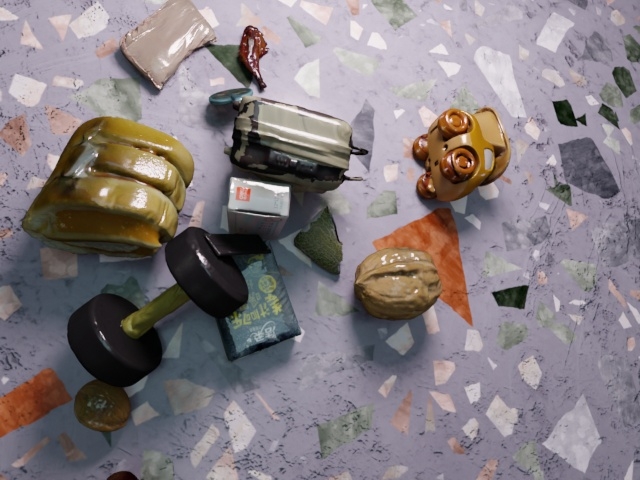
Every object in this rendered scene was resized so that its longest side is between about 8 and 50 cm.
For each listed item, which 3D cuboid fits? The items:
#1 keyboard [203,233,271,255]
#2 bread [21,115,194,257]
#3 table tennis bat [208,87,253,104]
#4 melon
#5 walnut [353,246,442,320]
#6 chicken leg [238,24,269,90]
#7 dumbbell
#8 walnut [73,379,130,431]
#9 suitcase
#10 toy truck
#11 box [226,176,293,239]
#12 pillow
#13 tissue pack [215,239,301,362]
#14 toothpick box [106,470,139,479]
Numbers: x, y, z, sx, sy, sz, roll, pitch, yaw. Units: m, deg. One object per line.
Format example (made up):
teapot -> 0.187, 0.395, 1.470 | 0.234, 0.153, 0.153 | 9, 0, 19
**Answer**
keyboard -> -0.183, 0.009, 0.917 | 0.010, 0.198, 0.063 | -45, 72, 19
bread -> -0.458, -0.141, 0.907 | 0.301, 0.210, 0.341 | 8, 59, 7
table tennis bat -> -0.233, -0.382, 1.080 | 0.124, 0.201, 0.033 | -19, 122, -13
melon -> -0.004, 0.002, 1.088 | 0.140, 0.093, 0.202 | -7, 108, 11
walnut -> 0.201, 0.112, 1.045 | 0.245, 0.198, 0.198 | -1, 76, -18
chicken leg -> -0.197, -0.547, 1.191 | 0.093, 0.053, 0.205 | 10, 77, -26
dumbbell -> -0.335, 0.138, 0.853 | 0.322, 0.204, 0.203 | -37, 87, 1
walnut -> -0.467, 0.357, 0.865 | 0.124, 0.105, 0.105 | 42, 71, -1
suitcase -> -0.052, -0.208, 0.982 | 0.339, 0.351, 0.194 | 12, 98, -11
toy truck -> 0.406, -0.256, 1.179 | 0.212, 0.204, 0.288 | 0, 75, -16
box -> -0.150, -0.067, 0.961 | 0.135, 0.269, 0.079 | 5, 78, -10
pillow -> -0.422, -0.564, 1.127 | 0.173, 0.067, 0.270 | 41, 71, -6
tissue pack -> -0.176, 0.146, 0.998 | 0.185, 0.081, 0.257 | -18, 81, -16
toothpick box -> -0.481, 0.561, 0.770 | 0.294, 0.192, 0.192 | -3, 77, -7
